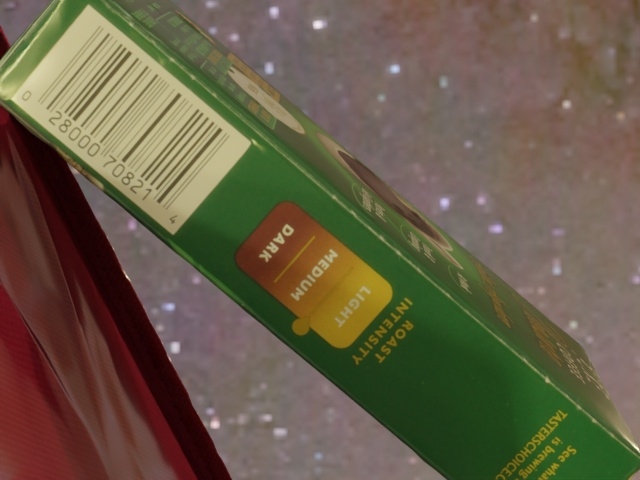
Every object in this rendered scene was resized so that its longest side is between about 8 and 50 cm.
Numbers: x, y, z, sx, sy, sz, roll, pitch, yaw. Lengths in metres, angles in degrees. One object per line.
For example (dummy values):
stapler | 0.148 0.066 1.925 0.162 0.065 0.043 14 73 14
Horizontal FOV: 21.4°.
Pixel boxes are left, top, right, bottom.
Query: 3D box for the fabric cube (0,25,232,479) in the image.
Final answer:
fabric cube | -0.143 0.141 0.416 0.259 0.258 0.254 -109 -5 -61

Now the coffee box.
coffee box | 0.000 0.000 0.455 0.184 0.040 0.113 40 -172 -8
